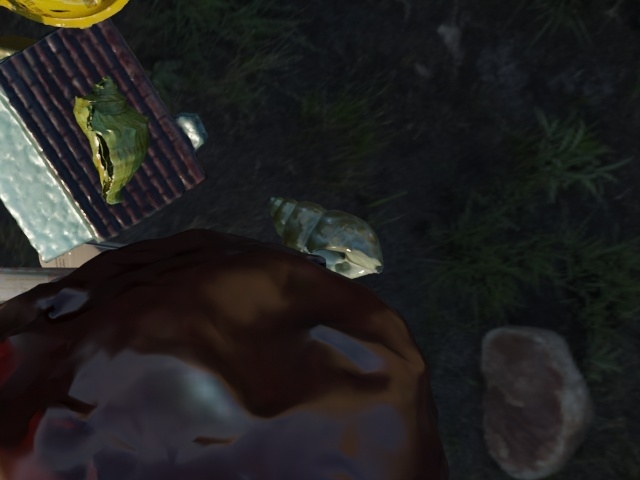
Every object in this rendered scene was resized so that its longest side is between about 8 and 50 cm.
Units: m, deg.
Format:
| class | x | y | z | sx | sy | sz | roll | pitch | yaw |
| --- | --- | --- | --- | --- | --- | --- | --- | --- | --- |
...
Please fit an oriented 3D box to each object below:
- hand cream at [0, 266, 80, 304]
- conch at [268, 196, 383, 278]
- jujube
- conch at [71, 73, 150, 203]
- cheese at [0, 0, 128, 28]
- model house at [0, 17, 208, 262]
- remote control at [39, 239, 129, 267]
| class | x | y | z | sx | sy | sz | roll | pitch | yaw |
| --- | --- | --- | --- | --- | --- | --- | --- | --- | --- |
| hand cream | -0.416 | 0.061 | 1.666 | 0.209 | 0.043 | 0.067 | -3 | 107 | -6 |
| conch | 0.015 | 0.001 | 1.672 | 0.116 | 0.172 | 0.106 | 18 | 78 | -50 |
| jujube | -0.100 | 0.160 | 0.503 | 0.258 | 0.377 | 0.258 | 15 | 39 | -13 |
| conch | -0.196 | -0.092 | 1.089 | 0.074 | 0.089 | 0.121 | 3 | 100 | 9 |
| cheese | -0.241 | -0.220 | 0.898 | 0.064 | 0.250 | 0.157 | -74 | 147 | -46 |
| model house | -0.295 | -0.163 | 1.509 | 0.248 | 0.230 | 0.281 | -27 | 107 | 11 |
| remote control | -0.337 | 0.038 | 1.866 | 0.244 | 0.022 | 0.077 | 8 | 112 | 20 |
